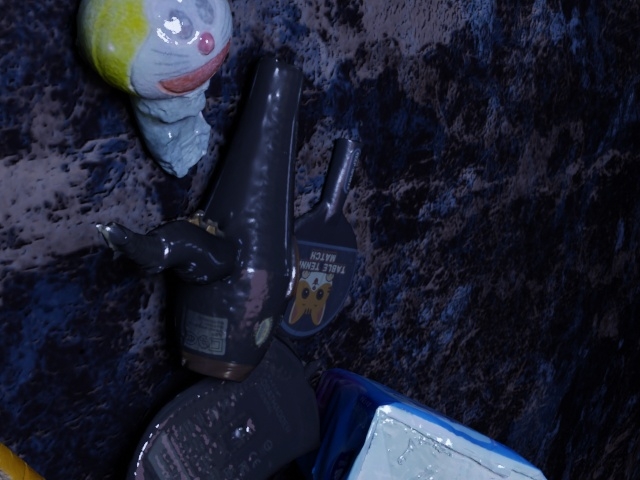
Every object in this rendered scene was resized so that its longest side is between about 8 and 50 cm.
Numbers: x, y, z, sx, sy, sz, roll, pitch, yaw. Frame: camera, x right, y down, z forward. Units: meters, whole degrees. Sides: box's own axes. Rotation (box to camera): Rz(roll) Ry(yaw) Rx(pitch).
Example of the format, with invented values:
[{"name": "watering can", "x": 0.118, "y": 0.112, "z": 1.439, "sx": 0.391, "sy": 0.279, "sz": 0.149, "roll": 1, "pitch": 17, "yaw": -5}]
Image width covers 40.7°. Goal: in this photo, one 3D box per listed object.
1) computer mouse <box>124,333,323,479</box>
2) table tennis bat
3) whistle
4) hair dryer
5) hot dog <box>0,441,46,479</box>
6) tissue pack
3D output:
[{"name": "computer mouse", "x": -0.099, "y": 0.191, "z": 0.866, "sx": 0.264, "sy": 0.088, "sz": 0.147, "roll": -31, "pitch": 109, "yaw": -34}, {"name": "table tennis bat", "x": 0.000, "y": 0.000, "z": 0.963, "sx": 0.150, "sy": 0.027, "sz": 0.236, "roll": 10, "pitch": 99, "yaw": -51}, {"name": "whistle", "x": -0.120, "y": -0.137, "z": 0.697, "sx": 0.123, "sy": 0.122, "sz": 0.223, "roll": -45, "pitch": 149, "yaw": -30}, {"name": "hair dryer", "x": -0.085, "y": -0.027, "z": 0.689, "sx": 0.359, "sy": 0.120, "sz": 0.304, "roll": 15, "pitch": 90, "yaw": -80}, {"name": "hot dog", "x": -0.260, "y": 0.232, "z": 0.696, "sx": 0.102, "sy": 0.076, "sz": 0.249, "roll": -48, "pitch": 137, "yaw": -23}, {"name": "tissue pack", "x": 0.091, "y": 0.249, "z": 0.934, "sx": 0.198, "sy": 0.263, "sz": 0.146, "roll": 26, "pitch": 84, "yaw": -10}]
